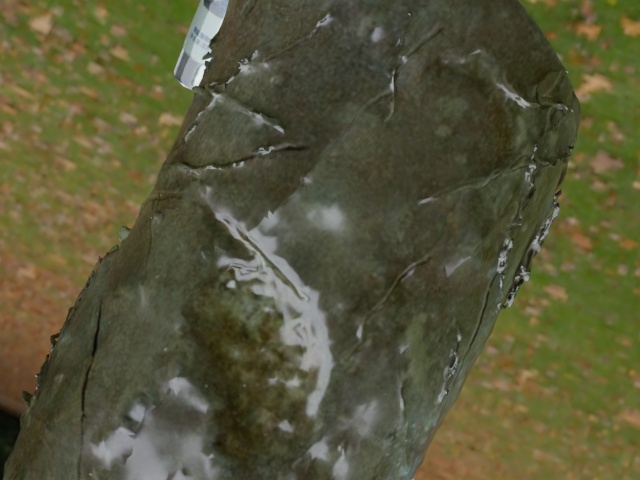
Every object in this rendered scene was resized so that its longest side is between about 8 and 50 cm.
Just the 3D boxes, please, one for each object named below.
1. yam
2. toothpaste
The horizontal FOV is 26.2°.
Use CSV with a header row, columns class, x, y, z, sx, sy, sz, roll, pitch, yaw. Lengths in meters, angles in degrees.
class,x,y,z,sx,sy,sz,roll,pitch,yaw
yam,0.000,0.000,0.504,0.154,0.254,0.154,23,175,2
toothpaste,-0.056,-0.222,1.070,0.062,0.239,0.039,37,-149,15
